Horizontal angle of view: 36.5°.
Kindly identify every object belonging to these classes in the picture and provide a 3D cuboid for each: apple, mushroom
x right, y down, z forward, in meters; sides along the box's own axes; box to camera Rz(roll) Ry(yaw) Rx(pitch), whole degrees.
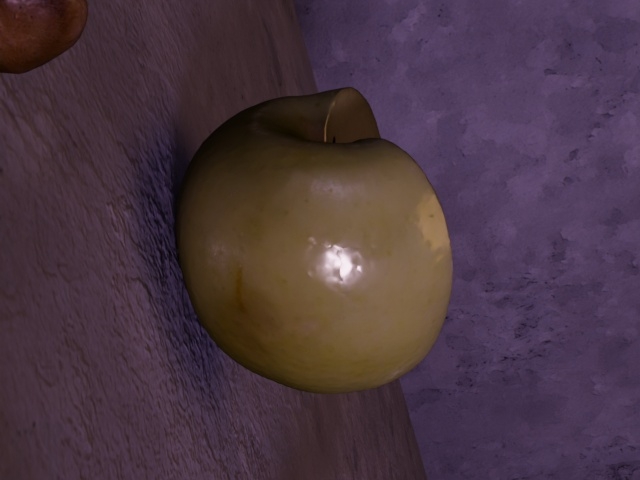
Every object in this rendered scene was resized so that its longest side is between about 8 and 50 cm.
[{"bbox_3d":[-0.019,0.004,0.926,0.295,0.234,0.257,-106,-165,-59],"label":"apple"},{"bbox_3d":[-0.192,-0.142,0.533,0.129,0.073,0.088,42,-24,13],"label":"mushroom"}]
